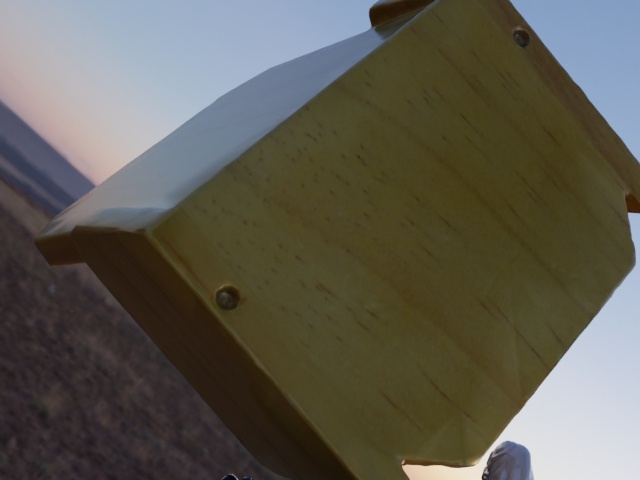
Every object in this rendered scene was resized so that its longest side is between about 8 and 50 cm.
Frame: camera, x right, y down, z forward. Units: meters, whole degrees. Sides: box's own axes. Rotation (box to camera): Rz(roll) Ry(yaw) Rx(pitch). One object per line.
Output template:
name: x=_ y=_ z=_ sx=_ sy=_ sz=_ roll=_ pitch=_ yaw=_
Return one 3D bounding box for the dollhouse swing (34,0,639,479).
dollhouse swing: x=0.000 y=0.000 z=0.770 sx=0.315 sy=0.347 sz=0.305 roll=50 pitch=-31 yaw=-4

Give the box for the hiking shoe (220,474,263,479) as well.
hiking shoe: x=-0.020 y=0.202 z=0.574 sx=0.132 sy=0.304 sz=0.113 roll=62 pitch=33 yaw=-9

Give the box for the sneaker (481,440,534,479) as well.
sneaker: x=0.212 y=0.304 z=0.937 sx=0.090 sy=0.115 sz=0.232 roll=-58 pitch=144 yaw=-79
